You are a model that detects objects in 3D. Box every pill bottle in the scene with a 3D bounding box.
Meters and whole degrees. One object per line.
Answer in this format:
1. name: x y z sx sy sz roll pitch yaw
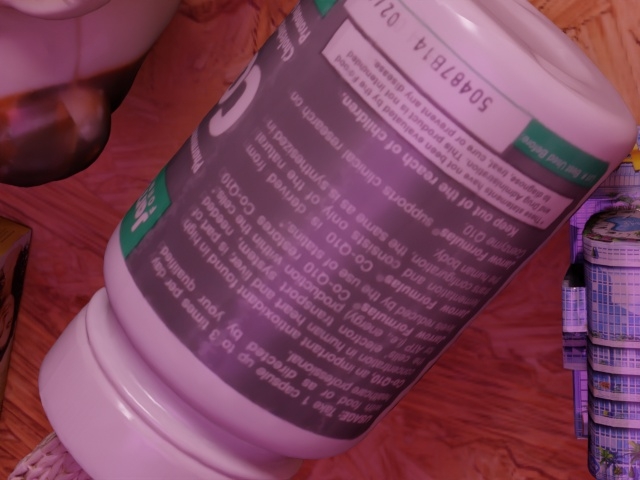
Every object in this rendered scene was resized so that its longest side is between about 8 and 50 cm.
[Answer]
1. pill bottle: 0.000 0.000 0.921 0.204 0.204 0.361 40 108 -4

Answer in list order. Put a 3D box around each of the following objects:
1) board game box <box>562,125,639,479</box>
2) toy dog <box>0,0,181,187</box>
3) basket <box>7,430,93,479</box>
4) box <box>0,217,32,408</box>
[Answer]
1. board game box: 0.183 0.030 0.944 0.060 0.194 0.194 -1 100 16
2. toy dog: -0.211 -0.196 0.843 0.395 0.408 0.284 -42 61 -6
3. basket: -0.127 0.149 1.084 0.113 0.167 0.103 -38 95 28
4. box: -0.276 0.097 1.148 0.058 0.087 0.232 20 119 7
